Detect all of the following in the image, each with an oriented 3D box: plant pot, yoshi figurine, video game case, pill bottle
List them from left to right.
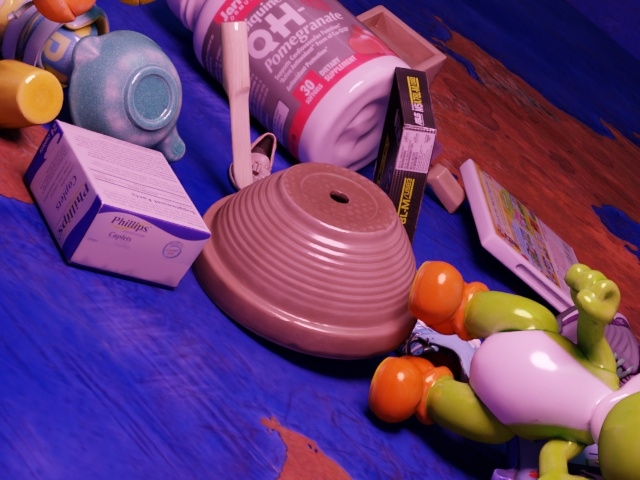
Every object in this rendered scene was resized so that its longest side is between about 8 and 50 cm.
[{"bbox_3d":[-0.045,-0.236,2.011,0.318,0.176,0.176,45,24,25],"label":"pill bottle"},{"bbox_3d":[0.000,0.000,1.598,0.237,0.110,0.237,15,32,-10],"label":"plant pot"},{"bbox_3d":[0.270,0.009,2.110,0.206,0.026,0.227,39,19,-20],"label":"video game case"},{"bbox_3d":[0.226,0.146,1.470,0.362,0.203,0.203,21,43,22],"label":"yoshi figurine"}]

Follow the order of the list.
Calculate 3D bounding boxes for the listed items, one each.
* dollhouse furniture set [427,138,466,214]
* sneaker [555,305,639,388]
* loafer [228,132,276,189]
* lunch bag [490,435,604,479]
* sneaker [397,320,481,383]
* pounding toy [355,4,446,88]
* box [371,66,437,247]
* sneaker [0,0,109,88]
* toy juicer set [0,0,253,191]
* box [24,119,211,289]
[{"bbox_3d":[0.124,-0.071,2.139,0.114,0.091,0.081,52,-26,-17],"label":"dollhouse furniture set"},{"bbox_3d":[0.331,0.132,1.916,0.098,0.083,0.223,51,25,25],"label":"sneaker"},{"bbox_3d":[-0.074,-0.089,1.845,0.045,0.039,0.125,32,21,-8],"label":"loafer"},{"bbox_3d":[0.295,0.273,1.546,0.293,0.138,0.221,18,25,-6],"label":"lunch bag"},{"bbox_3d":[0.100,0.095,1.683,0.162,0.063,0.073,35,25,2],"label":"sneaker"},{"bbox_3d":[0.036,-0.258,2.291,0.206,0.094,0.181,40,41,15],"label":"pounding toy"},{"bbox_3d":[0.090,-0.078,1.856,0.045,0.191,0.184,8,27,-7],"label":"box"},{"bbox_3d":[-0.343,-0.251,1.681,0.319,0.127,0.208,3,36,-52],"label":"sneaker"},{"bbox_3d":[-0.188,-0.184,1.678,0.329,0.209,0.089,16,-5,-43],"label":"toy juicer set"},{"bbox_3d":[-0.190,-0.033,1.515,0.126,0.072,0.137,16,27,-40],"label":"box"}]
